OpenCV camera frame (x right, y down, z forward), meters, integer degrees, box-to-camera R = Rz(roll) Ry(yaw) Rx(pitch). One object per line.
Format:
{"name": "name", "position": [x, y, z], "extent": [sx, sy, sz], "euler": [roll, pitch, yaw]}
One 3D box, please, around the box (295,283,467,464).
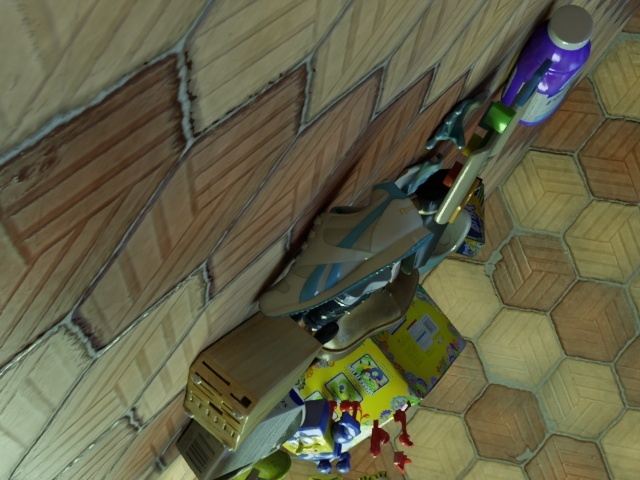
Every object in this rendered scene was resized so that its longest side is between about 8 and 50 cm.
{"name": "box", "position": [0.097, 0.260, 2.420], "extent": [0.279, 0.177, 0.290], "euler": [-40, 178, 29]}

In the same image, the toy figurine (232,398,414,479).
{"name": "toy figurine", "position": [-0.036, 0.321, 2.175], "extent": [0.217, 0.363, 0.191], "euler": [55, 38, -44]}

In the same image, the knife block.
{"name": "knife block", "position": [-0.058, 0.136, 1.521], "extent": [0.242, 0.088, 0.275], "euler": [-48, 171, -22]}

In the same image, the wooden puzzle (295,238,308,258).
{"name": "wooden puzzle", "position": [0.000, 0.000, 1.488], "extent": [0.078, 0.014, 0.116], "euler": [-52, 172, 9]}

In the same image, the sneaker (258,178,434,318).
{"name": "sneaker", "position": [0.016, 0.015, 1.406], "extent": [0.229, 0.092, 0.087], "euler": [-32, 176, 23]}

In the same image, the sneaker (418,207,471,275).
{"name": "sneaker", "position": [0.233, -0.017, 2.407], "extent": [0.151, 0.094, 0.256], "euler": [-35, 174, -43]}

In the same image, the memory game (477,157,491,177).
{"name": "memory game", "position": [0.326, -0.120, 2.759], "extent": [0.186, 0.012, 0.186], "euler": [-49, 172, -9]}

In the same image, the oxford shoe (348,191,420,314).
{"name": "oxford shoe", "position": [0.087, 0.020, 1.835], "extent": [0.212, 0.076, 0.076], "euler": [-50, 171, -1]}

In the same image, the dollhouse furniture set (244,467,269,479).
{"name": "dollhouse furniture set", "position": [-0.086, 0.377, 1.767], "extent": [0.355, 0.303, 0.174], "euler": [-57, -176, 34]}

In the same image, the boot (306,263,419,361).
{"name": "boot", "position": [0.092, 0.089, 2.117], "extent": [0.305, 0.112, 0.115], "euler": [-39, 156, -46]}

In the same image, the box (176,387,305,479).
{"name": "box", "position": [-0.113, 0.259, 1.721], "extent": [0.137, 0.072, 0.126], "euler": [-15, 148, -47]}

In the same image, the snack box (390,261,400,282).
{"name": "snack box", "position": [0.098, 0.030, 1.988], "extent": [0.022, 0.064, 0.178], "euler": [-49, 172, -6]}

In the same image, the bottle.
{"name": "bottle", "position": [0.365, -0.280, 1.945], "extent": [0.118, 0.092, 0.283], "euler": [-47, 171, -15]}

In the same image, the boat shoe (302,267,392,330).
{"name": "boat shoe", "position": [0.034, 0.068, 1.724], "extent": [0.083, 0.065, 0.183], "euler": [-45, 172, 26]}

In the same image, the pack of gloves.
{"name": "pack of gloves", "position": [0.183, -0.125, 1.824], "extent": [0.195, 0.046, 0.232], "euler": [-55, 171, 22]}

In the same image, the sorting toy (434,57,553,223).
{"name": "sorting toy", "position": [0.236, -0.137, 1.829], "extent": [0.196, 0.047, 0.347], "euler": [-50, 170, -37]}

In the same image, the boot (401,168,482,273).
{"name": "boot", "position": [0.192, -0.035, 2.027], "extent": [0.198, 0.077, 0.137], "euler": [-22, 129, -48]}

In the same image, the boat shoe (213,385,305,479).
{"name": "boat shoe", "position": [-0.110, 0.300, 1.902], "extent": [0.095, 0.112, 0.335], "euler": [-51, 177, -31]}

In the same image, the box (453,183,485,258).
{"name": "box", "position": [0.305, -0.048, 2.540], "extent": [0.059, 0.054, 0.169], "euler": [121, -20, -47]}
